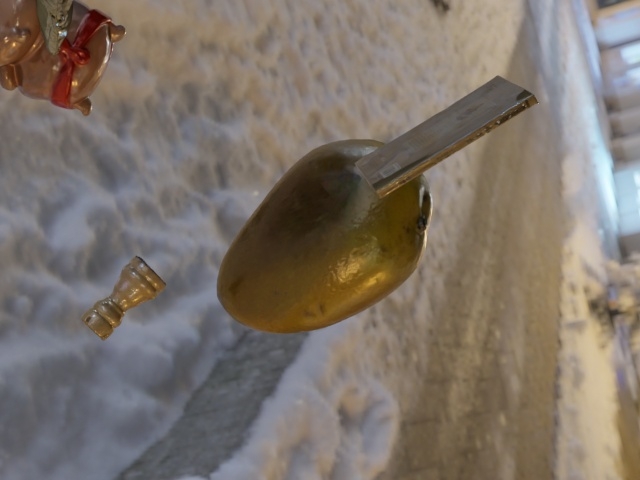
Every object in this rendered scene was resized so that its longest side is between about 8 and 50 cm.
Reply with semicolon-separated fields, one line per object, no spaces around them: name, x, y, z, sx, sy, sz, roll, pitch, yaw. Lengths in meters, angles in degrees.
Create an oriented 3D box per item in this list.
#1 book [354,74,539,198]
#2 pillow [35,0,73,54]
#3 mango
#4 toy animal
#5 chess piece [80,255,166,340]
book;0.135;-0.118;1.276;0.016;0.199;0.138;58;3;-18
pillow;-0.317;-0.313;1.368;0.229;0.051;0.128;145;-59;-74
mango;0.000;0.000;1.720;0.253;0.365;0.182;62;7;31
toy animal;-0.373;-0.273;1.574;0.198;0.171;0.171;29;45;-38
chess piece;-0.289;0.085;1.665;0.066;0.122;0.066;43;-13;13
